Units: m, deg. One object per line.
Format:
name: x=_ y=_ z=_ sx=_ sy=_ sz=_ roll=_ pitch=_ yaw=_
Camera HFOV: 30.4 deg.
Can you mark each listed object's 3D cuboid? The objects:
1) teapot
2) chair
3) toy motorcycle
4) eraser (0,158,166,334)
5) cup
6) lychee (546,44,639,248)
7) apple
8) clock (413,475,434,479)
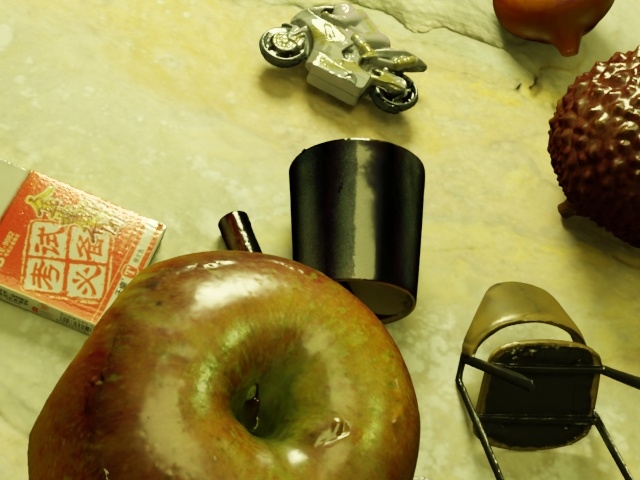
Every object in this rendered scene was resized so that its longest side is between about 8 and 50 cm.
teapot: x=0.340 y=-0.355 z=1.706 sx=0.178 sy=0.135 sz=0.252 roll=-11 pitch=39 yaw=12
chair: x=0.255 y=0.167 z=1.348 sx=0.159 sy=0.172 sz=0.247 roll=2 pitch=16 yaw=-13
toy motorcycle: x=0.036 y=-0.258 z=1.588 sx=0.225 sy=0.073 sz=0.152 roll=21 pitch=54 yaw=-1
eraser: x=-0.314 y=0.006 z=1.358 sx=0.230 sy=0.038 sz=0.157 roll=23 pitch=57 yaw=-2
cup: x=0.013 y=0.005 z=1.408 sx=0.166 sy=0.239 sz=0.177 roll=32 pitch=51 yaw=-47
lychee: x=0.429 y=-0.117 z=1.498 sx=0.276 sy=0.304 sz=0.275 roll=35 pitch=35 yaw=-29
apple: x=-0.101 y=0.199 z=1.124 sx=0.384 sy=0.374 sz=0.374 roll=-22 pitch=67 yaw=-31
clock: x=0.121 y=0.329 z=1.254 sx=0.176 sy=0.080 sz=0.117 roll=22 pitch=56 yaw=0
